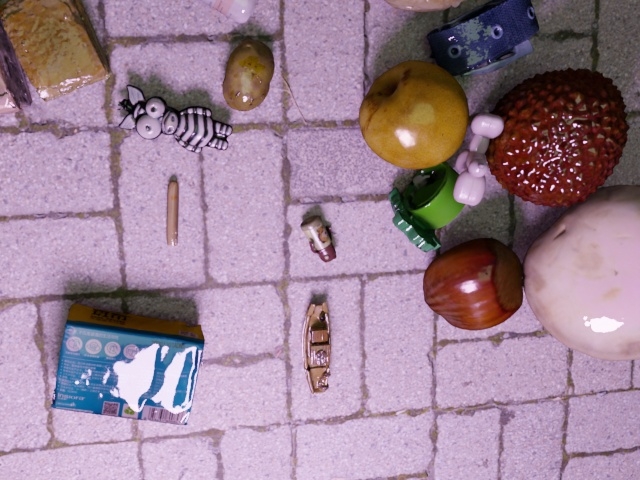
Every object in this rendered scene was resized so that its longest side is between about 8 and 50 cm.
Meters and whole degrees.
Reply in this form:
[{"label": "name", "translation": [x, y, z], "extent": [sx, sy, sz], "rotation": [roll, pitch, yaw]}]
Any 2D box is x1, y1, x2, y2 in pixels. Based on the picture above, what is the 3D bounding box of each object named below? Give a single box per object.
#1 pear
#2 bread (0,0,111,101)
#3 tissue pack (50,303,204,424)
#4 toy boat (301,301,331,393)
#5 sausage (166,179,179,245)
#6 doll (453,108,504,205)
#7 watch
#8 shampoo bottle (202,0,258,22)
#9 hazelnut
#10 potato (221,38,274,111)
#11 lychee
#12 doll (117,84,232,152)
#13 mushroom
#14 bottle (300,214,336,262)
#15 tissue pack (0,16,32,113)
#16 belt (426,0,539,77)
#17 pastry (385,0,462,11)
[{"label": "pear", "translation": [0.186, -0.234, 1.361], "extent": [0.209, 0.209, 0.208], "rotation": [-2, 104, -10]}, {"label": "bread", "translation": [-0.472, -0.359, 1.258], "extent": [0.138, 0.102, 0.196], "rotation": [-21, 105, -8]}, {"label": "tissue pack", "translation": [-0.380, 0.244, 1.404], "extent": [0.271, 0.134, 0.192], "rotation": [12, 100, -13]}, {"label": "toy boat", "translation": [-0.006, 0.227, 1.503], "extent": [0.065, 0.072, 0.205], "rotation": [-4, 105, -12]}, {"label": "sausage", "translation": [-0.294, -0.054, 1.405], "extent": [0.024, 0.024, 0.132], "rotation": [1, 104, -11]}, {"label": "doll", "translation": [0.297, -0.168, 1.328], "extent": [0.059, 0.161, 0.160], "rotation": [15, 136, 1]}, {"label": "watch", "translation": [0.231, -0.072, 1.428], "extent": [0.152, 0.165, 0.131], "rotation": [-42, 115, 18]}, {"label": "shampoo bottle", "translation": [-0.207, -0.474, 1.293], "extent": [0.192, 0.074, 0.074], "rotation": [27, 97, -16]}, {"label": "hazelnut", "translation": [0.322, 0.083, 1.485], "extent": [0.210, 0.210, 0.186], "rotation": [40, 68, -17]}, {"label": "potato", "translation": [-0.137, -0.313, 1.347], "extent": [0.092, 0.070, 0.137], "rotation": [15, 100, -15]}, {"label": "lychee", "translation": [0.459, -0.206, 1.391], "extent": [0.276, 0.304, 0.275], "rotation": [3, 69, -8]}, {"label": "doll", "translation": [-0.278, -0.224, 1.345], "extent": [0.220, 0.067, 0.091], "rotation": [15, 104, -12]}, {"label": "mushroom", "translation": [0.588, 0.055, 1.448], "extent": [0.325, 0.353, 0.352], "rotation": [10, 102, 1]}, {"label": "bottle", "translation": [0.002, -0.001, 1.462], "extent": [0.063, 0.047, 0.101], "rotation": [-33, 108, -12]}, {"label": "tissue pack", "translation": [-0.679, -0.286, 1.173], "extent": [0.306, 0.238, 0.238], "rotation": [-14, 106, -7]}, {"label": "belt", "translation": [0.326, -0.396, 1.388], "extent": [0.218, 0.122, 0.128], "rotation": [-26, 110, -5]}, {"label": "pastry", "translation": [0.188, -0.588, 1.307], "extent": [0.330, 0.136, 0.329], "rotation": [-3, 106, -10]}]
